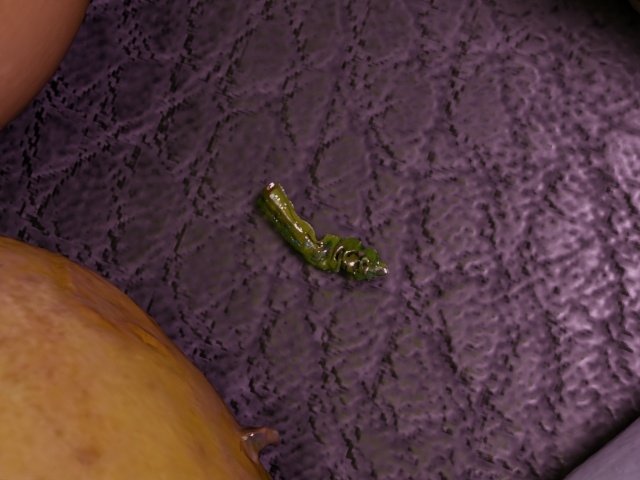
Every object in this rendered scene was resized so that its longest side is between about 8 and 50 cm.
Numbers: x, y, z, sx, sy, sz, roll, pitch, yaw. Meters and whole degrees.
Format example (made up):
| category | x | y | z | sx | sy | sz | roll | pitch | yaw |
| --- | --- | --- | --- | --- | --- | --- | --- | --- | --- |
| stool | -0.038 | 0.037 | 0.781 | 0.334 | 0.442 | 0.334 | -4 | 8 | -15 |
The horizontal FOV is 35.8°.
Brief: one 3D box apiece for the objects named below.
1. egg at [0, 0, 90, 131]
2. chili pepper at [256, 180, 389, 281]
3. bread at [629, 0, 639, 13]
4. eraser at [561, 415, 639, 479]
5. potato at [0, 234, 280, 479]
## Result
| category | x | y | z | sx | sy | sz | roll | pitch | yaw |
| --- | --- | --- | --- | --- | --- | --- | --- | --- | --- |
| egg | -0.276 | -0.174 | 0.442 | 0.374 | 0.301 | 0.301 | 28 | 86 | 13 |
| chili pepper | 0.000 | 0.000 | 0.532 | 0.083 | 0.022 | 0.027 | 34 | 89 | 13 |
| bread | 0.204 | -0.167 | 0.493 | 0.196 | 0.102 | 0.138 | 33 | 85 | 12 |
| eraser | 0.256 | 0.089 | 0.417 | 0.290 | 0.189 | 0.104 | -40 | 114 | 0 |
| potato | -0.194 | 0.182 | 0.402 | 0.397 | 0.290 | 0.296 | -41 | 78 | -17 |
